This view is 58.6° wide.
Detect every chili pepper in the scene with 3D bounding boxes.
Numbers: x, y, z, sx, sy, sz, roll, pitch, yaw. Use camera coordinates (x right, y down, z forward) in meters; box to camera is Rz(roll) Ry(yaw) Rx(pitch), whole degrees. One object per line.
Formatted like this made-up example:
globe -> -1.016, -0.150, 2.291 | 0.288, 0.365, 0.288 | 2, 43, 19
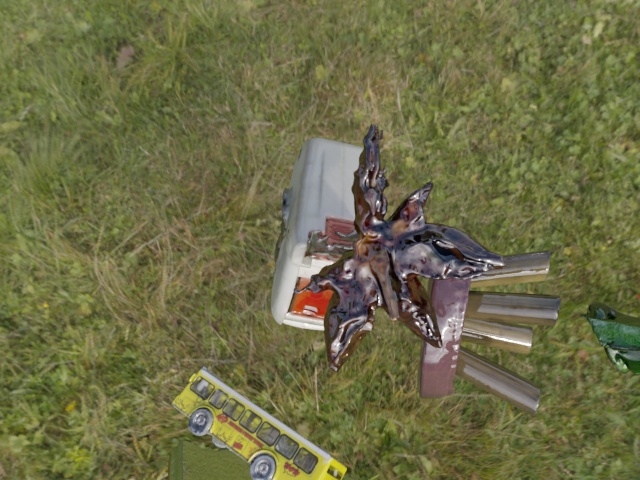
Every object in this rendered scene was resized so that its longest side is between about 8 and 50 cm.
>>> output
chili pepper -> 0.404, 0.123, 0.641 | 0.216, 0.108, 0.062 | 8, 67, 46

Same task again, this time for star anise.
star anise -> 0.071, 0.021, 0.496 | 0.157, 0.053, 0.212 | 23, 85, 3

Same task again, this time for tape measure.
tape measure -> 0.000, 0.000, 0.791 | 0.130, 0.265, 0.258 | 11, 41, -9

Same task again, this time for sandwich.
sandwich -> -0.190, 0.418, 0.911 | 0.063, 0.245, 0.212 | -50, 62, 13

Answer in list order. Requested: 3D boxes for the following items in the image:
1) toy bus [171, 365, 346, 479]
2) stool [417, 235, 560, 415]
toy bus -> -0.080, 0.242, 0.698 | 0.226, 0.081, 0.074 | 23, 71, 32
stool -> 0.254, 0.125, 0.894 | 0.179, 0.272, 0.271 | 8, 67, 13
